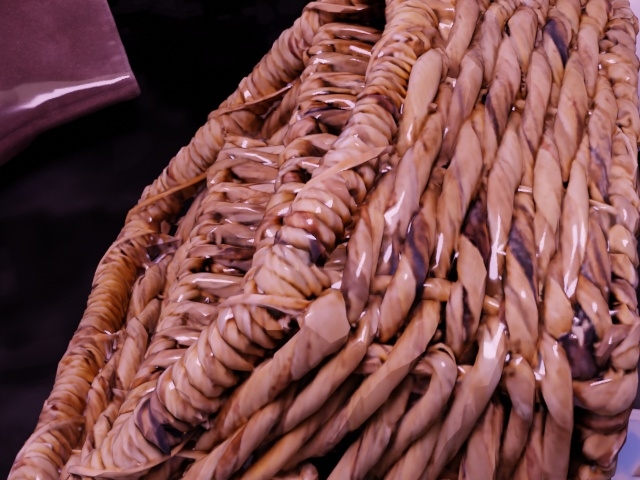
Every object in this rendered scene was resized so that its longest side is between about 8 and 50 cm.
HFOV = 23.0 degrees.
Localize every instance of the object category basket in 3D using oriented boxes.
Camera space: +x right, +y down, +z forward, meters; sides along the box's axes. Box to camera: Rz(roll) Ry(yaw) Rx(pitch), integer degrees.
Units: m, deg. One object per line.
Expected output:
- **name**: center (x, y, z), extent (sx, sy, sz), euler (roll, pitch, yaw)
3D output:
- **basket**: center (0.000, 0.000, 0.618), extent (0.223, 0.213, 0.299), euler (9, 32, 4)

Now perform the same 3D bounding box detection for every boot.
- **boot**: center (-0.199, -0.059, 0.852), extent (0.207, 0.090, 0.248), euler (-18, 44, -4)

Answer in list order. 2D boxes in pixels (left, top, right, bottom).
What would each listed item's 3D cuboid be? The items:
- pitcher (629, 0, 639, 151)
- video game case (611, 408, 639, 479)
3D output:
- **pitcher**: center (0.195, -0.089, 0.806), extent (0.207, 0.125, 0.178), euler (-4, 62, -9)
- **video game case**: center (0.185, 0.155, 0.635), extent (0.212, 0.023, 0.193), euler (4, 48, 13)
